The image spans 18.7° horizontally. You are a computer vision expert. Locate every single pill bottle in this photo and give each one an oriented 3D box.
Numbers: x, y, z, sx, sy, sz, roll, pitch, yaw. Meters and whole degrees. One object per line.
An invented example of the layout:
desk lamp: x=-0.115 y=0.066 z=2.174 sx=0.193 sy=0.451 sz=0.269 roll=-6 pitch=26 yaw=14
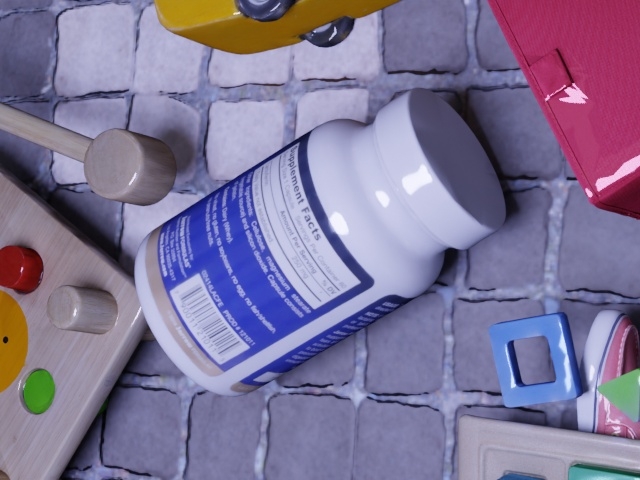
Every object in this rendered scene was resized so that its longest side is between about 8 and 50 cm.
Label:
pill bottle: x=0.000 y=0.000 z=1.497 sx=0.265 sy=0.153 sz=0.153 roll=-30 pitch=69 yaw=24

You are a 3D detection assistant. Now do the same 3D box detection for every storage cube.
storage cube: x=0.256 y=-0.140 z=1.335 sx=0.193 sy=0.184 sz=0.215 roll=-32 pitch=68 yaw=23

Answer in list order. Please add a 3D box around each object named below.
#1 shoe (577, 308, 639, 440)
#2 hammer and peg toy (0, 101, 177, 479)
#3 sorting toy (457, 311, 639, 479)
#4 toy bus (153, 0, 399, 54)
shoe: x=0.230 y=0.141 z=1.396 sx=0.081 sy=0.063 sz=0.178 roll=6 pitch=92 yaw=30
hammer and peg toy: x=-0.257 y=0.040 z=1.663 sx=0.266 sy=0.127 sz=0.361 roll=37 pitch=102 yaw=31
sorting toy: x=0.170 y=0.226 z=1.376 sx=0.196 sy=0.047 sz=0.347 roll=6 pitch=101 yaw=36
toy bus: x=0.026 y=-0.247 z=1.542 sx=0.333 sy=0.108 sz=0.130 roll=-21 pitch=72 yaw=28
